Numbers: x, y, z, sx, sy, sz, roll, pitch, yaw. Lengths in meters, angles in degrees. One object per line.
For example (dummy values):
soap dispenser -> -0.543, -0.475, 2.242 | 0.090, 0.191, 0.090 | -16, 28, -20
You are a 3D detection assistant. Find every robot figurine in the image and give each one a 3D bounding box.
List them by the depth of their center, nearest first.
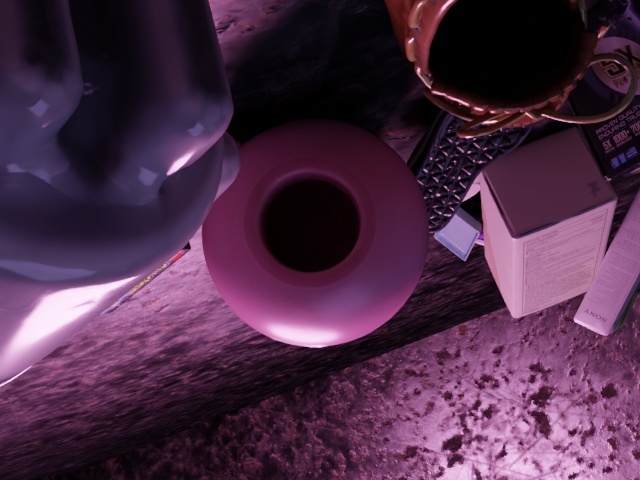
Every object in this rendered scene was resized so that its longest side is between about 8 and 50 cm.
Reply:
robot figurine -> -0.190, -0.032, 0.475 | 0.300, 0.200, 0.353 | 6, 153, -39

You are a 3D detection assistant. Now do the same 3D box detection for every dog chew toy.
dog chew toy -> 0.000, 0.000, 0.889 | 0.206, 0.207, 0.332 | -20, 174, 1

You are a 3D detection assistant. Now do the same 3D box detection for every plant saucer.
plant saucer -> 0.215, -0.013, 1.389 | 0.018, 0.067, 0.192 | -49, 169, -10

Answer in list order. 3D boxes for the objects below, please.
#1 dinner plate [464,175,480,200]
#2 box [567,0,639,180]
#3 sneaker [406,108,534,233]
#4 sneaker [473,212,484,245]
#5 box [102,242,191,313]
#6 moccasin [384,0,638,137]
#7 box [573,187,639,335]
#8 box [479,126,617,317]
dinner plate -> 0.176, -0.064, 1.231 | 0.141, 0.017, 0.141 | -19, 167, -4
box -> 0.312, -0.157, 0.787 | 0.077, 0.147, 0.180 | -8, 163, -39
sneaker -> 0.140, -0.110, 0.919 | 0.084, 0.097, 0.235 | 27, 128, -14
sneaker -> 0.310, -0.047, 1.417 | 0.170, 0.068, 0.071 | -19, 142, -2
box -> -0.247, 0.039, 1.006 | 0.114, 0.036, 0.207 | -7, 161, -42
moccasin -> 0.126, -0.139, 0.602 | 0.139, 0.147, 0.380 | -22, 166, 8
box -> 0.484, -0.017, 1.315 | 0.322, 0.058, 0.232 | -65, 158, 10
box -> 0.314, -0.013, 1.256 | 0.148, 0.121, 0.311 | -21, 153, 1
